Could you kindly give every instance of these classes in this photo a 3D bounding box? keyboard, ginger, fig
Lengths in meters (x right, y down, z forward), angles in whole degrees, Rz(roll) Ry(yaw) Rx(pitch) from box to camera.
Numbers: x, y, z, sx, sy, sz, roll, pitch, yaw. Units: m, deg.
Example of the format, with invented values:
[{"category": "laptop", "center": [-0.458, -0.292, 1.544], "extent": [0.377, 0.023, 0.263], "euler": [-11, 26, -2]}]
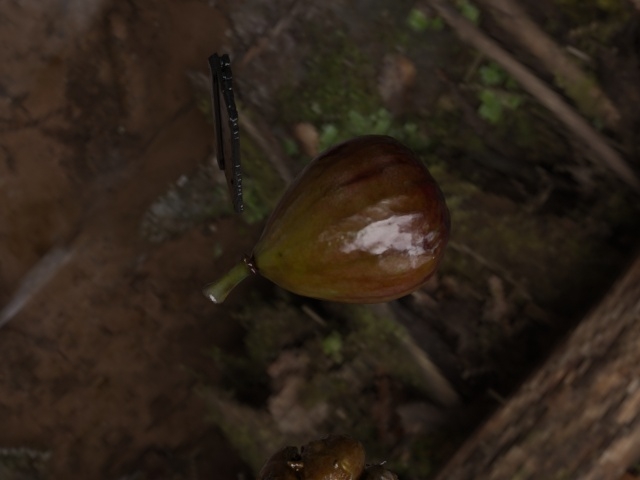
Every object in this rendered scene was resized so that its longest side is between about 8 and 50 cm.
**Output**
[{"category": "keyboard", "center": [-0.072, -0.081, 1.261], "extent": [0.018, 0.060, 0.195], "euler": [-13, 161, -6]}, {"category": "ginger", "center": [-0.014, 0.210, 1.258], "extent": [0.162, 0.073, 0.103], "euler": [-42, 117, -28]}, {"category": "fig", "center": [0.000, 0.000, 0.799], "extent": [0.125, 0.089, 0.089], "euler": [-23, 132, -13]}]
